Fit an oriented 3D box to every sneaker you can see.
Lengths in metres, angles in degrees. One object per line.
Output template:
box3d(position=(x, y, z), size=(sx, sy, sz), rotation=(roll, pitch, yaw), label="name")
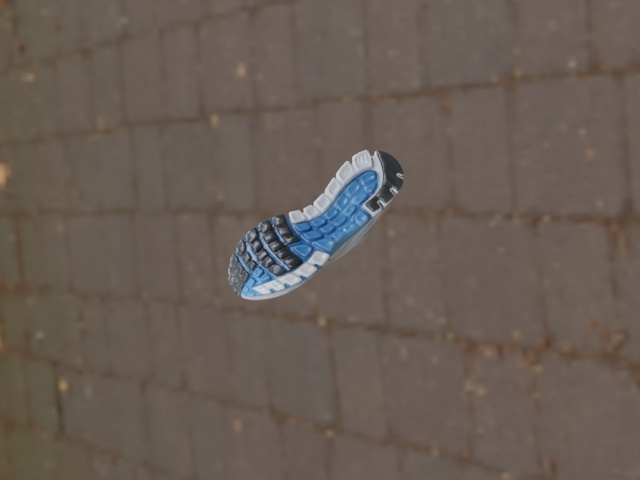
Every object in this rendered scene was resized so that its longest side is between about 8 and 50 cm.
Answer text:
box3d(position=(0.000, 0.000, 1.789), size=(0.071, 0.191, 0.083), rotation=(51, 167, 20), label="sneaker")
